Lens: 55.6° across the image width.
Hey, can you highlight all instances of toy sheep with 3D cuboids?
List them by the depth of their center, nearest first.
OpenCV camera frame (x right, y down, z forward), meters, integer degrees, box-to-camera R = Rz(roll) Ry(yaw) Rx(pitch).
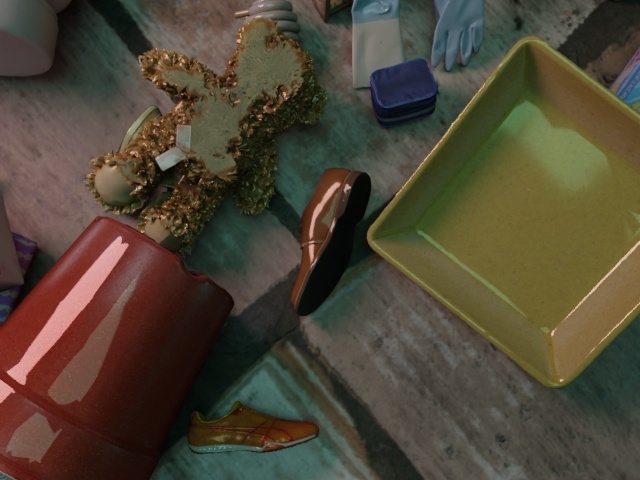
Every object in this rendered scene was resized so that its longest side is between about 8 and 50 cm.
[{"bbox_3d":[-0.072,-0.299,0.859,0.091,0.091,0.132,-9,102,-3],"label":"toy sheep"}]

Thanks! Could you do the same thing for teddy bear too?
[{"bbox_3d":[-0.149,-0.135,0.812,0.245,0.113,0.338,27,92,-8],"label":"teddy bear"}]

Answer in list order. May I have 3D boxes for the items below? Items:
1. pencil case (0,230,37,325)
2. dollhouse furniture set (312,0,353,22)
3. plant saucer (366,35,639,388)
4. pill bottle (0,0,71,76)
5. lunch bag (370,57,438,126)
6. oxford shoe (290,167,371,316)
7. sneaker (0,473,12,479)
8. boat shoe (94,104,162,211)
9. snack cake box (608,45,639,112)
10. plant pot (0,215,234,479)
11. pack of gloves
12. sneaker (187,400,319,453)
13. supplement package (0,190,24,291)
[{"bbox_3d":[-0.449,0.079,0.799,0.088,0.086,0.206,23,78,-28],"label":"pencil case"},{"bbox_3d":[0.047,-0.442,0.870,0.181,0.101,0.161,-29,85,-5],"label":"dollhouse furniture set"},{"bbox_3d":[0.287,-0.030,0.795,0.332,0.081,0.333,39,106,3],"label":"plant saucer"},{"bbox_3d":[-0.429,-0.438,0.796,0.223,0.224,0.393,4,83,-1],"label":"pill bottle"},{"bbox_3d":[0.121,-0.208,0.862,0.098,0.065,0.067,-14,72,1],"label":"lunch bag"},{"bbox_3d":[0.000,0.000,0.841,0.076,0.076,0.212,18,84,31],"label":"oxford shoe"},{"bbox_3d":[-0.459,0.242,0.775,0.268,0.153,0.101,45,71,-31],"label":"sneaker"},{"bbox_3d":[-0.257,-0.115,0.848,0.048,0.056,0.153,30,85,-7],"label":"boat shoe"},{"bbox_3d":[0.485,-0.183,0.855,0.152,0.089,0.264,37,84,4],"label":"snack cake box"},{"bbox_3d":[-0.255,0.132,0.724,0.272,0.272,0.265,31,76,2],"label":"plant pot"},{"bbox_3d":[0.129,-0.343,0.845,0.194,0.046,0.232,-8,123,-1],"label":"pack of gloves"},{"bbox_3d":[-0.089,0.246,0.802,0.175,0.064,0.068,0,73,-4],"label":"sneaker"},{"bbox_3d":[-0.506,0.023,0.701,0.244,0.139,0.134,-19,80,1],"label":"supplement package"}]
